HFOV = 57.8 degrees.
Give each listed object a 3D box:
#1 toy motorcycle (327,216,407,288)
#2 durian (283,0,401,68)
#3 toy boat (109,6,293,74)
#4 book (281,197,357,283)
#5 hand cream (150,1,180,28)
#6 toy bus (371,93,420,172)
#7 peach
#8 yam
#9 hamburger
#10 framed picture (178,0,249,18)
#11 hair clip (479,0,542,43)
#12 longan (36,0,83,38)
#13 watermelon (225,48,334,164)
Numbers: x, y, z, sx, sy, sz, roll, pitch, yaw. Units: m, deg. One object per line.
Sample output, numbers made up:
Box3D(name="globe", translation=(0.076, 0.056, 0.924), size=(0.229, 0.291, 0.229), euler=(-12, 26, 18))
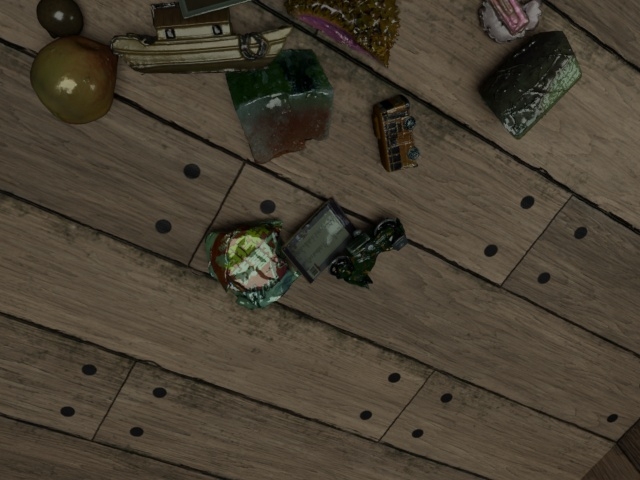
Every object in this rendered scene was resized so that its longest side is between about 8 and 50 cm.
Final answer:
Box3D(name="toy motorcycle", translation=(0.159, 0.044, 1.832), size=(0.275, 0.124, 0.187), euler=(-39, 138, 4))
Box3D(name="durian", translation=(0.080, -0.599, 1.501), size=(0.342, 0.112, 0.191), euler=(24, 113, -18))
Box3D(name="toy boat", translation=(-0.291, -0.508, 1.463), size=(0.446, 0.136, 0.162), euler=(-3, 112, -4))
Box3D(name="book", translation=(0.000, 0.000, 1.792), size=(0.231, 0.026, 0.157), euler=(-46, 119, -15))
Box3D(name="hand cream", translation=(-0.349, -0.580, 1.486), size=(0.163, 0.039, 0.062), euler=(-4, 119, -1))
Box3D(name="toy bus", translation=(0.215, -0.309, 1.681), size=(0.114, 0.098, 0.200), euler=(-14, 120, -2))
Box3D(name="peach", translation=(-0.595, -0.403, 1.440), size=(0.233, 0.232, 0.232), euler=(-4, 117, -7))
Box3D(name="yam", translation=(0.590, -0.441, 1.620), size=(0.271, 0.202, 0.201), euler=(-40, 80, 17))
Box3D(name="hamburger", translation=(-0.215, 0.069, 1.793), size=(0.261, 0.150, 0.275), euler=(-25, 105, -16))
Box3D(name="framed picture", translation=(-0.265, -0.688, 1.392), size=(0.217, 0.017, 0.274), euler=(-14, 92, -2))
Box3D(name="hair clip", translation=(0.479, -0.669, 1.553), size=(0.173, 0.069, 0.300), euler=(-38, 127, 12))
Box3D(name="longan", translation=(-0.639, -0.546, 1.423), size=(0.114, 0.092, 0.113), euler=(-12, 140, -10))
Box3D(name="watermelon", translation=(-0.097, -0.355, 1.574), size=(0.265, 0.151, 0.301), euler=(-14, 118, -2))
